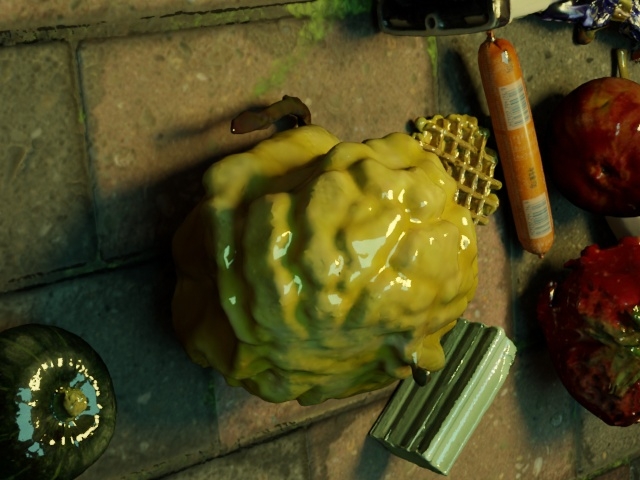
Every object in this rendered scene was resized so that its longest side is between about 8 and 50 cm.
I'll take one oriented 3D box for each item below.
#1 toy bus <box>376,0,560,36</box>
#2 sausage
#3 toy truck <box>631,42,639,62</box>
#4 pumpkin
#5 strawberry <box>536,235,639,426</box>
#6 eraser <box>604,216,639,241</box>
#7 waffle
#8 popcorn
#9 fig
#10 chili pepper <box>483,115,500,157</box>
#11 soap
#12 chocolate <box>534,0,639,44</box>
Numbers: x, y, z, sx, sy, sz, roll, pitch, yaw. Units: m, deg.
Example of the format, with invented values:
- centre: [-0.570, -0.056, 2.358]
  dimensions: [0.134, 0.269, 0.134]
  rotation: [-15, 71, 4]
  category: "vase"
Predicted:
- centre: [0.179, -0.471, 1.411]
  dimensions: [0.249, 0.209, 0.440]
  rotation: [-17, 106, -37]
  category: "toy bus"
- centre: [0.261, -0.121, 1.601]
  dimensions: [0.053, 0.053, 0.348]
  rotation: [-36, 124, -28]
  category: "sausage"
- centre: [0.498, -0.283, 1.808]
  dimensions: [0.083, 0.024, 0.032]
  rotation: [-10, 74, -34]
  category: "toy truck"
- centre: [-0.283, 0.166, 1.208]
  dimensions: [0.167, 0.125, 0.167]
  rotation: [-3, 97, -27]
  category: "pumpkin"
- centre: [0.439, 0.120, 1.697]
  dimensions: [0.220, 0.274, 0.274]
  rotation: [-29, 120, -70]
  category: "strawberry"
- centre: [0.493, 0.017, 1.774]
  dimensions: [0.243, 0.204, 0.059]
  rotation: [40, 79, -13]
  category: "eraser"
- centre: [0.166, -0.075, 1.574]
  dimensions: [0.191, 0.038, 0.191]
  rotation: [-7, 101, -38]
  category: "waffle"
- centre: [0.000, 0.000, 1.303]
  dimensions: [0.349, 0.349, 0.382]
  rotation: [14, 51, -39]
  category: "popcorn"
- centre: [0.421, -0.138, 1.691]
  dimensions: [0.186, 0.203, 0.249]
  rotation: [-66, 169, 27]
  category: "fig"
- centre: [0.245, -0.137, 1.636]
  dimensions: [0.091, 0.034, 0.030]
  rotation: [48, 35, -32]
  category: "chili pepper"
- centre: [0.163, 0.197, 1.570]
  dimensions: [0.063, 0.114, 0.198]
  rotation: [45, 71, -35]
  category: "soap"
- centre: [0.387, -0.330, 1.661]
  dimensions: [0.343, 0.126, 0.148]
  rotation: [4, 136, -35]
  category: "chocolate"
